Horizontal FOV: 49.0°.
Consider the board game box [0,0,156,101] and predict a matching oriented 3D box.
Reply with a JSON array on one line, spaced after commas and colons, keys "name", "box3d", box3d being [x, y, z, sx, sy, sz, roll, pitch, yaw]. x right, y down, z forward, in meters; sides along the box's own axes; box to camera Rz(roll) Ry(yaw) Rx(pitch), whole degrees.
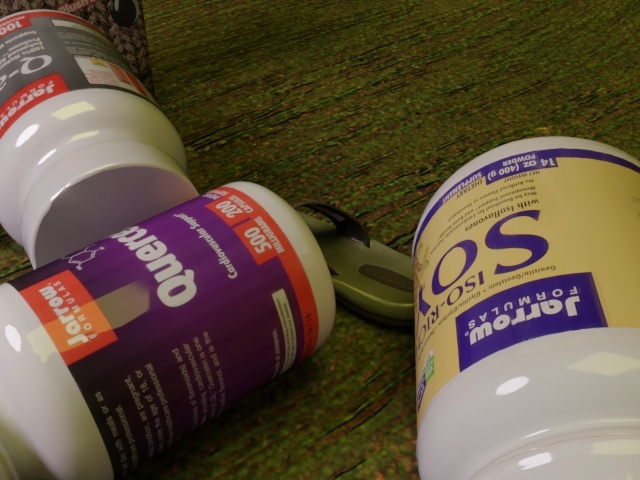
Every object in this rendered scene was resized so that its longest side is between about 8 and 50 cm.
[{"name": "board game box", "box3d": [-0.380, -0.307, 0.978, 0.232, 0.291, 0.141, -31, 49, -32]}]

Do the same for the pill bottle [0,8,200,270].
[{"name": "pill bottle", "box3d": [-0.275, -0.104, 0.798, 0.210, 0.210, 0.363, -19, 43, -22]}]

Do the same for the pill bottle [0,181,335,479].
[{"name": "pill bottle", "box3d": [-0.155, 0.084, 0.595, 0.323, 0.181, 0.181, -29, 48, -31]}]

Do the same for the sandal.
[{"name": "sandal", "box3d": [0.002, 0.000, 0.776, 0.303, 0.086, 0.120, 18, 42, 19]}]

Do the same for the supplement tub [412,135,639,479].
[{"name": "supplement tub", "box3d": [0.192, 0.099, 0.541, 0.241, 0.241, 0.331, 4, 39, 3]}]
